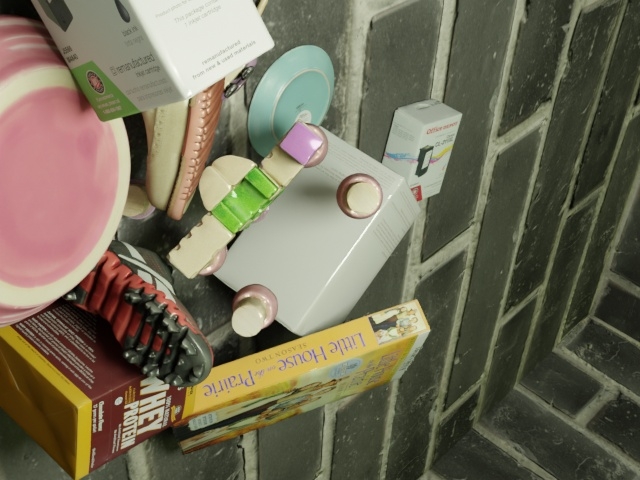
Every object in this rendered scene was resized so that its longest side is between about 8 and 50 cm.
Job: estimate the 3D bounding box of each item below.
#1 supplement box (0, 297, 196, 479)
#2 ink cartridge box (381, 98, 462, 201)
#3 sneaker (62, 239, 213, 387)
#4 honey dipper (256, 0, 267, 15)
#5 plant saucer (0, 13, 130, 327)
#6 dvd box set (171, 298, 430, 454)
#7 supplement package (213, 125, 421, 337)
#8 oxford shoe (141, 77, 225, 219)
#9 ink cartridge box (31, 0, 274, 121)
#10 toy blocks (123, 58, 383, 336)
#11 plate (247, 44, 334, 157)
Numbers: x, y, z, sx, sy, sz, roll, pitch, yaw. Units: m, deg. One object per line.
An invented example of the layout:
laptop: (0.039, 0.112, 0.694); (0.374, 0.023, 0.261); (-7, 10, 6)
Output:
supplement box: (-0.297, 0.174, 1.165); (0.194, 0.191, 0.129); (-25, 137, -44)
ink cartridge box: (0.183, -0.165, 1.653); (0.127, 0.072, 0.175); (-23, 136, -43)
sneaker: (-0.219, 0.080, 1.111); (0.135, 0.276, 0.097); (-5, 126, -58)
honey dipper: (-0.066, -0.340, 1.179); (0.030, 0.030, 0.160); (2, 119, -56)
plant saucer: (-0.309, -0.060, 0.907); (0.332, 0.084, 0.332); (-38, 135, -51)
dvd box set: (-0.045, 0.234, 1.452); (0.421, 0.062, 0.307); (-17, 160, -13)
supplement package: (0.000, 0.000, 1.427); (0.293, 0.175, 0.177); (-54, 158, -5)
oxford shoe: (-0.184, -0.218, 1.009); (0.140, 0.147, 0.396); (-89, -174, -71)
ink cartridge box: (-0.190, -0.261, 0.799); (0.115, 0.198, 0.272); (-38, 111, -29)
toy blocks: (-0.104, -0.071, 1.242); (0.288, 0.309, 0.260); (-46, -177, 4)
plate: (-0.036, -0.207, 1.349); (0.188, 0.024, 0.188); (-36, 143, -33)
